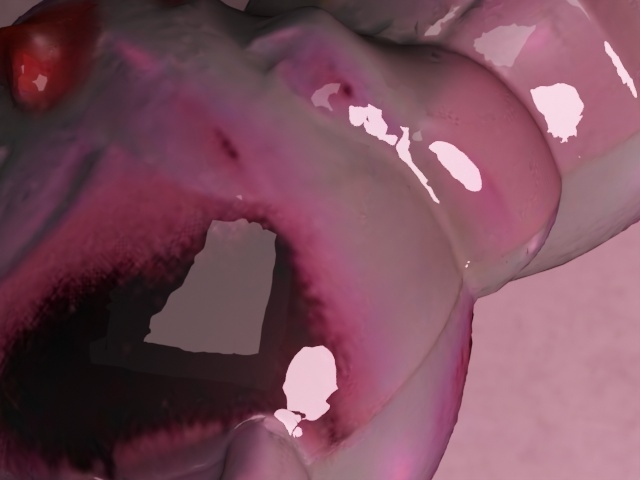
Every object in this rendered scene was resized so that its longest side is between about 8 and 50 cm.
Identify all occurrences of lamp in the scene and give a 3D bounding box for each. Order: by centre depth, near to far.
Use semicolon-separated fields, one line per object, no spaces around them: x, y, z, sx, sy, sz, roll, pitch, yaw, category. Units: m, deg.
0.000;0.000;0.514;0.301;0.247;0.247;-38;130;-21;lamp
